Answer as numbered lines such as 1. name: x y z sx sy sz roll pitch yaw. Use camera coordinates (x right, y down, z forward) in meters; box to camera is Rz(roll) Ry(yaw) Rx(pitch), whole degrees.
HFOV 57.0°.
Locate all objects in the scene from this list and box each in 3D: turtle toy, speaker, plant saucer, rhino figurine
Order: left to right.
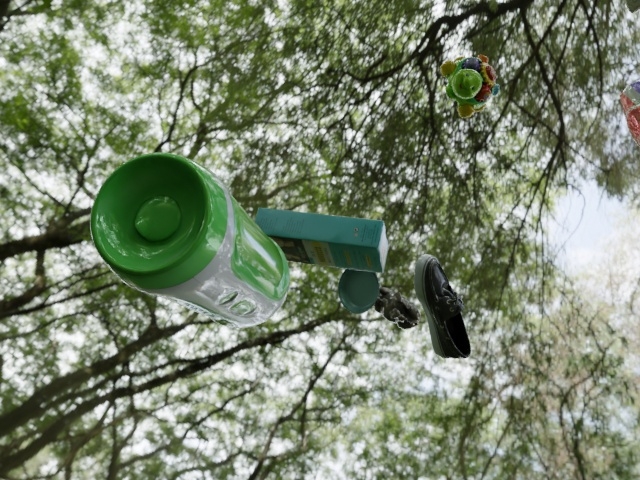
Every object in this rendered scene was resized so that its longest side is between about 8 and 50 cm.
1. speaker: -0.116 0.016 0.620 0.131 0.131 0.296 11 -13 12
2. plant saucer: 0.094 0.113 1.387 0.119 0.120 0.021 -23 -22 36
3. rhino figurine: 0.167 0.157 1.525 0.106 0.073 0.243 39 -4 -33
4. turtle toy: 0.234 -0.245 0.916 0.066 0.130 0.095 -20 -82 41

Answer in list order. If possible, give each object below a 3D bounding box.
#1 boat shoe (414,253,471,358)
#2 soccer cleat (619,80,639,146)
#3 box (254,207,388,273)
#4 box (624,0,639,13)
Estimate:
1. boat shoe: 0.243 0.133 1.138 0.076 0.080 0.229 2 -66 43
2. soccer cleat: 0.557 -0.132 0.858 0.318 0.117 0.109 21 -52 -28
3. box: 0.000 0.000 1.110 0.244 0.060 0.101 6 -29 16
4. box: 0.600 -0.495 0.887 0.148 0.121 0.311 68 -21 0
